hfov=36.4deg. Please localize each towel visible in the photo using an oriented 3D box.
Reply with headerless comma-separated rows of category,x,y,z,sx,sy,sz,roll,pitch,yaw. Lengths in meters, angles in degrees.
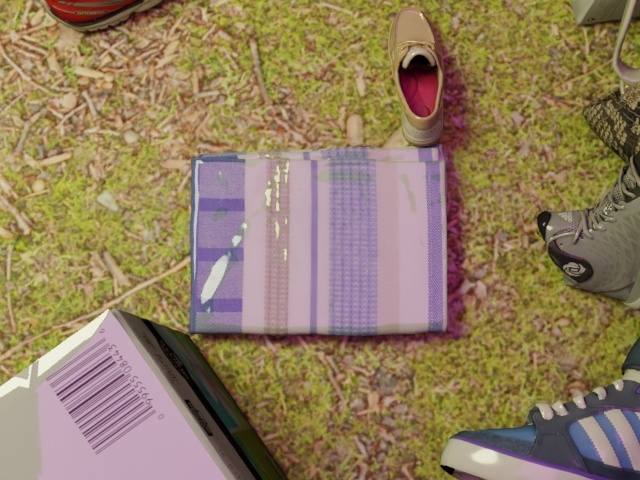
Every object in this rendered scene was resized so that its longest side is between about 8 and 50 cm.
towel,0.000,0.000,1.055,0.284,0.034,0.209,-1,79,2

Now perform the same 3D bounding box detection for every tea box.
tea box,-0.142,0.262,0.864,0.220,0.323,0.329,-35,82,-4

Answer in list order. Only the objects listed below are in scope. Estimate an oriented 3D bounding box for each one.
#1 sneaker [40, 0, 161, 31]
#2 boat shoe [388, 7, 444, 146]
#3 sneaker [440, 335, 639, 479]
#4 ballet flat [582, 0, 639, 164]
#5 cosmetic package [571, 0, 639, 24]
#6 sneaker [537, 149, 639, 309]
sneaker,-0.183,-0.324,1.074,0.279,0.118,0.107,-32,81,-4
boat shoe,0.108,-0.189,1.063,0.063,0.059,0.170,-7,68,0
sneaker,0.298,0.159,0.981,0.322,0.130,0.236,11,72,7
ballet flat,0.406,-0.269,0.922,0.182,0.164,0.483,37,127,10
cosmetic package,0.405,-0.450,1.096,0.284,0.097,0.377,-8,80,-3
sneaker,0.287,-0.030,0.978,0.132,0.229,0.086,11,37,13
